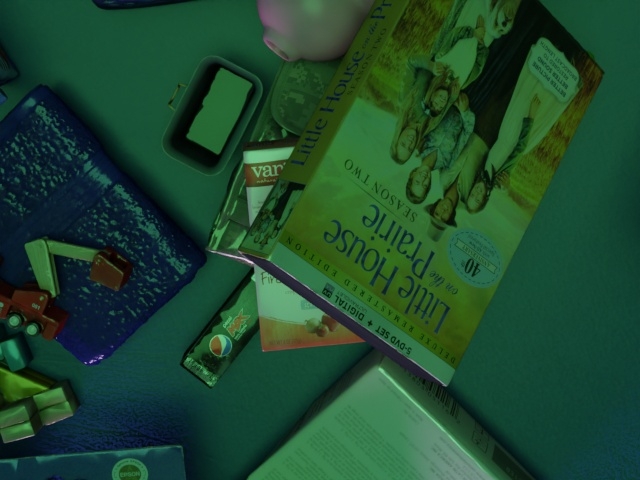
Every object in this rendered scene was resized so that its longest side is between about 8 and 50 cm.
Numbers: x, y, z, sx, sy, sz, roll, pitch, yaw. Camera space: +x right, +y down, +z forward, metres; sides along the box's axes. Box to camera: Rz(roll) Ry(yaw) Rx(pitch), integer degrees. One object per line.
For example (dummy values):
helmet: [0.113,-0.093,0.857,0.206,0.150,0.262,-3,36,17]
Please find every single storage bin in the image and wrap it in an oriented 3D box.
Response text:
storage bin: [-0.134,-0.158,1.578,0.098,0.091,0.135,27,99,-3]

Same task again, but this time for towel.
towel: [-0.317,-0.016,1.623,0.227,0.076,0.308,-41,96,15]

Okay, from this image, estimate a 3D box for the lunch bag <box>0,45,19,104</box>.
lunch bag: [-0.483,-0.262,1.506,0.138,0.221,0.293,-41,96,8]

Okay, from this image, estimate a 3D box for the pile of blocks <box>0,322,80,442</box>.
pile of blocks: [-0.481,0.147,1.631,0.362,0.112,0.149,19,100,-2]

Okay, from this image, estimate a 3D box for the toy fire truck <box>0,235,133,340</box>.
toy fire truck: [-0.341,0.046,1.577,0.192,0.047,0.135,25,105,0]

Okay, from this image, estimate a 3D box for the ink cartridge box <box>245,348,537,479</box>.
ink cartridge box: [0.063,0.357,1.681,0.308,0.091,0.385,44,115,-6]

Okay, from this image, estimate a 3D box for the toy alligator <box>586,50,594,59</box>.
toy alligator: [0.238,-0.216,1.578,0.189,0.056,0.051,4,140,1]

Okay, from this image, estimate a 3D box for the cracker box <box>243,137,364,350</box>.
cracker box: [0.000,0.000,1.447,0.155,0.067,0.232,-6,103,-1]

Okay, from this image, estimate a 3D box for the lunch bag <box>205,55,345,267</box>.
lunch bag: [0.023,-0.086,1.548,0.235,0.169,0.287,22,97,-6]

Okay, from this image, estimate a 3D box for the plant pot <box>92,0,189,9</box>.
plant pot: [-0.176,-0.395,1.480,0.236,0.212,0.236,-6,99,2]

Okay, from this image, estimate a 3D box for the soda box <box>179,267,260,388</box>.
soda box: [-0.106,0.103,1.637,0.053,0.060,0.169,38,98,-6]

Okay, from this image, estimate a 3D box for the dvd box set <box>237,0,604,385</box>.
dvd box set: [0.124,-0.092,1.397,0.307,0.062,0.420,38,75,-36]

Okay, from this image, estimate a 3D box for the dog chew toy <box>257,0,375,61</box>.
dog chew toy: [0.053,-0.342,1.461,0.206,0.206,0.332,40,84,-5]

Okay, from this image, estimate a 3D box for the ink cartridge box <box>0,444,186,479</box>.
ink cartridge box: [-0.312,0.422,1.574,0.324,0.071,0.330,-5,110,-1]
